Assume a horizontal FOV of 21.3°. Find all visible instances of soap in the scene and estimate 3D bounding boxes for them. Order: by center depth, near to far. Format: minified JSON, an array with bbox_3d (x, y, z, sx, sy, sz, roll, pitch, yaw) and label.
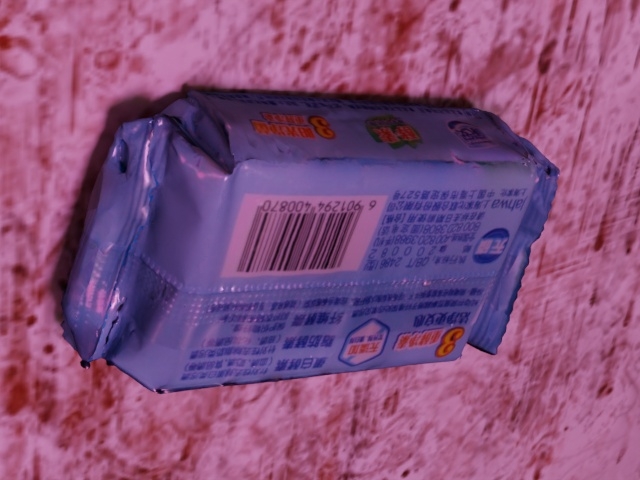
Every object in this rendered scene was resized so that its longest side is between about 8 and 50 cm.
[{"bbox_3d":[0.000,0.000,0.943,0.293,0.077,0.156,-1,123,-40],"label":"soap"}]
